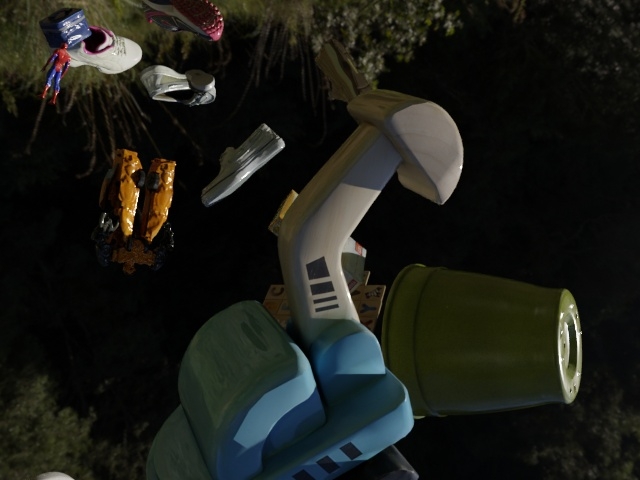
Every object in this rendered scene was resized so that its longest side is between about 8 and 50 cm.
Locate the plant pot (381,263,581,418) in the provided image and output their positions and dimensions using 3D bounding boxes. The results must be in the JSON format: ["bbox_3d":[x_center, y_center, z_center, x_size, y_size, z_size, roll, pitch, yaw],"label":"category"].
[{"bbox_3d":[0.378,0.226,1.305,0.352,0.367,0.366,-5,-177,34],"label":"plant pot"}]

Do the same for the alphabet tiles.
[{"bbox_3d":[-0.007,0.181,1.546,0.342,0.011,0.285,-2,-139,23],"label":"alphabet tiles"}]

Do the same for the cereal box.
[{"bbox_3d":[0.000,0.000,1.343,0.047,0.240,0.173,-46,-169,23],"label":"cereal box"}]

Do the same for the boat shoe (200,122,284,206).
[{"bbox_3d":[-0.179,-0.162,1.233,0.226,0.076,0.083,-43,-176,-26],"label":"boat shoe"}]

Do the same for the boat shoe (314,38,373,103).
[{"bbox_3d":[0.048,-0.296,1.129,0.072,0.190,0.068,-38,157,30],"label":"boat shoe"}]

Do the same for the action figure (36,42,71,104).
[{"bbox_3d":[-0.480,-0.305,1.054,0.030,0.115,0.038,6,166,39],"label":"action figure"}]

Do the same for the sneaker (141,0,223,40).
[{"bbox_3d":[-0.402,-0.656,1.706,0.120,0.299,0.112,-38,152,-37],"label":"sneaker"}]

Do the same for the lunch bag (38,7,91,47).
[{"bbox_3d":[-0.549,-0.457,1.244,0.098,0.067,0.065,-60,150,-43],"label":"lunch bag"}]

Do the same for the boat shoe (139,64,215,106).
[{"bbox_3d":[-0.471,-0.504,1.975,0.118,0.103,0.320,-24,170,25],"label":"boat shoe"}]

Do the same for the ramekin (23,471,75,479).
[{"bbox_3d":[-0.441,0.486,0.913,0.207,0.109,0.207,-39,141,-41],"label":"ramekin"}]

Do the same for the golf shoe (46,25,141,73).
[{"bbox_3d":[-0.624,-0.555,1.689,0.140,0.116,0.306,-6,-171,33],"label":"golf shoe"}]

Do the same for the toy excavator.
[{"bbox_3d":[-0.014,0.110,0.640,0.432,0.222,0.446,-25,121,-16],"label":"toy excavator"}]

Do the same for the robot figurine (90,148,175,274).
[{"bbox_3d":[-0.447,-0.063,1.412,0.085,0.291,0.211,11,180,44],"label":"robot figurine"}]

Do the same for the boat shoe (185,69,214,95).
[{"bbox_3d":[-0.256,-0.333,1.245,0.049,0.142,0.040,-15,121,-17],"label":"boat shoe"}]
